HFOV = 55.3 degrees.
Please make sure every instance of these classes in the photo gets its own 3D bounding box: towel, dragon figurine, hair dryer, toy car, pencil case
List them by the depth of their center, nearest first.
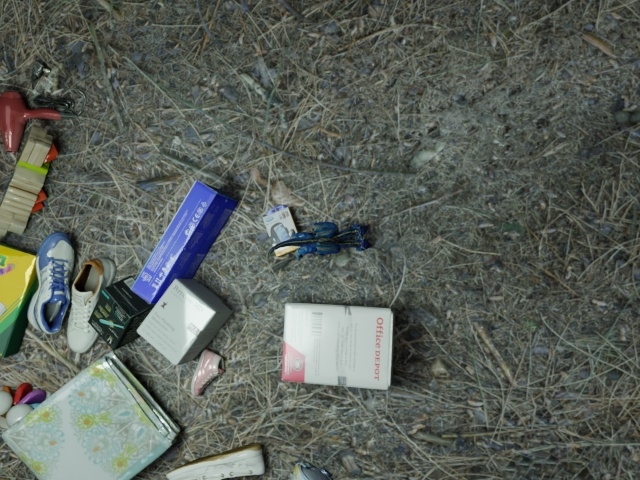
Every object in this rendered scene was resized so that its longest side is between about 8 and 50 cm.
[{"bbox_3d":[0.000,0.000,1.592,0.144,0.289,0.085,-17,78,49],"label":"dragon figurine"},{"bbox_3d":[-0.076,0.723,1.601,0.124,0.113,0.273,30,92,23],"label":"pencil case"},{"bbox_3d":[-0.622,0.534,1.682,0.375,0.090,0.320,-38,92,-3],"label":"towel"},{"bbox_3d":[-0.870,0.489,1.786,0.182,0.159,0.136,25,55,13],"label":"toy car"},{"bbox_3d":[-0.884,-0.392,1.870,0.224,0.080,0.293,41,95,11],"label":"hair dryer"}]

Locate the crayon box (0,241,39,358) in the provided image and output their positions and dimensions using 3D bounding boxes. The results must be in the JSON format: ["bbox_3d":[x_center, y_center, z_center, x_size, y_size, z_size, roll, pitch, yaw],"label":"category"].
[{"bbox_3d":[-1.043,0.142,1.811,0.363,0.106,0.312,17,89,-1],"label":"crayon box"}]

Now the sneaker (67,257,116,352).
[{"bbox_3d":[-0.690,0.187,1.766,0.106,0.123,0.289,14,90,11],"label":"sneaker"}]

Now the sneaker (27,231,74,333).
[{"bbox_3d":[-0.760,0.127,1.772,0.131,0.112,0.296,18,100,46],"label":"sneaker"}]

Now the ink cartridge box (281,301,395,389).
[{"bbox_3d":[0.051,0.272,1.603,0.283,0.117,0.207,2,86,13],"label":"ink cartridge box"}]

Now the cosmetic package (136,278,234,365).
[{"bbox_3d":[-0.367,0.219,1.678,0.151,0.151,0.183,37,94,11],"label":"cosmetic package"}]

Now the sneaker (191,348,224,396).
[{"bbox_3d":[-0.312,0.378,1.706,0.070,0.051,0.134,15,85,18],"label":"sneaker"}]

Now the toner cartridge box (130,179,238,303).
[{"bbox_3d":[-0.371,0.010,1.689,0.075,0.165,0.347,32,92,12],"label":"toner cartridge box"}]

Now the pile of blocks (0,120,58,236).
[{"bbox_3d":[-0.879,-0.172,1.855,0.113,0.149,0.362,22,103,-30],"label":"pile of blocks"}]

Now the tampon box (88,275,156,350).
[{"bbox_3d":[-0.556,0.204,1.715,0.120,0.101,0.161,45,126,12],"label":"tampon box"}]

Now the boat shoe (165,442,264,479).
[{"bbox_3d":[-0.285,0.633,1.659,0.277,0.098,0.096,-17,82,9],"label":"boat shoe"}]

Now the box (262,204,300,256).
[{"bbox_3d":[-0.106,-0.030,1.705,0.081,0.028,0.136,-22,83,10],"label":"box"}]
